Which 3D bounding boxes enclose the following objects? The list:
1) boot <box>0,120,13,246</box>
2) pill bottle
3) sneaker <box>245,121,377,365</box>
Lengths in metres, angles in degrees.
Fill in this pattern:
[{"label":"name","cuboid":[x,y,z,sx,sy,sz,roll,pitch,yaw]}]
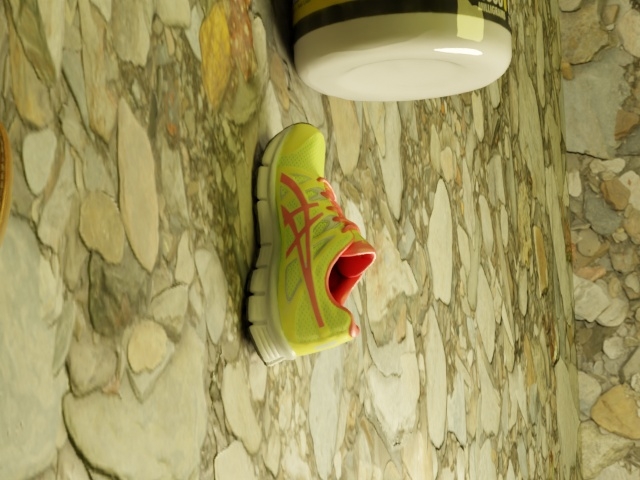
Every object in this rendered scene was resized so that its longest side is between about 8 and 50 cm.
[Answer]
[{"label":"boot","cuboid":[-0.202,-0.076,0.725,0.152,0.073,0.197,25,49,-73]},{"label":"pill bottle","cuboid":[0.065,-0.301,1.484,0.188,0.187,0.334,26,61,-71]},{"label":"sneaker","cuboid":[0.000,0.000,1.343,0.081,0.094,0.209,55,33,-57]}]
